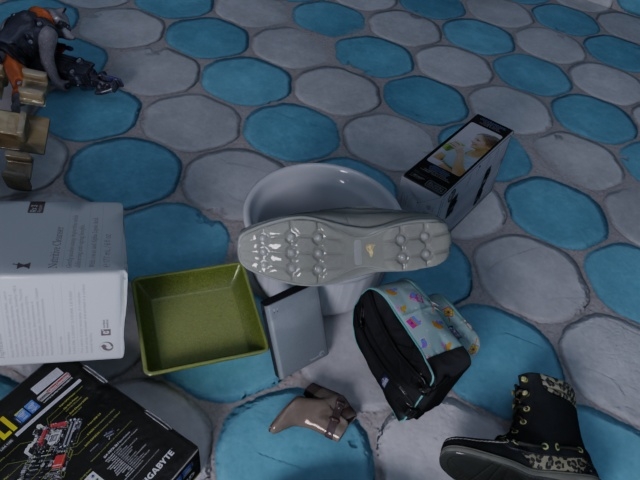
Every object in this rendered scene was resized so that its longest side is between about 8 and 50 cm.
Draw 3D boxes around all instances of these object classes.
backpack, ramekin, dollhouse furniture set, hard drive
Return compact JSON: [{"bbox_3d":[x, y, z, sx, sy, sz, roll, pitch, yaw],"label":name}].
[{"bbox_3d":[0.137,0.151,0.918,0.145,0.165,0.188,-22,57,-29],"label":"backpack"},{"bbox_3d":[0.000,0.000,1.061,0.278,0.135,0.277,5,45,-5],"label":"ramekin"},{"bbox_3d":[-0.644,-0.209,1.133,0.242,0.161,0.212,8,76,-18],"label":"dollhouse furniture set"},{"bbox_3d":[-0.038,0.137,0.927,0.094,0.135,0.022,-23,29,-28],"label":"hard drive"}]

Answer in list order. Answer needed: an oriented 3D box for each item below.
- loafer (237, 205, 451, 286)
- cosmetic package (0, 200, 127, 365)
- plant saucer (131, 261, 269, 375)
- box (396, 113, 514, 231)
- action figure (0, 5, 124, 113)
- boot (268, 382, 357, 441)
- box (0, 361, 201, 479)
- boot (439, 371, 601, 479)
[{"bbox_3d":[0.035,0.004,0.909,0.320,0.111,0.111,0,11,-9],"label":"loafer"},{"bbox_3d":[-0.471,0.054,0.832,0.385,0.156,0.217,0,30,-20],"label":"cosmetic package"},{"bbox_3d":[-0.196,0.130,0.965,0.189,0.045,0.188,-8,49,-18],"label":"plant saucer"},{"bbox_3d":[0.260,-0.112,1.194,0.087,0.169,0.290,33,51,24],"label":"box"},{"bbox_3d":[-0.623,-0.394,1.310,0.342,0.178,0.330,12,56,6],"label":"action figure"},{"bbox_3d":[-0.006,0.262,0.875,0.087,0.042,0.118,36,51,20],"label":"boot"},{"bbox_3d":[-0.347,0.321,0.735,0.257,0.079,0.322,27,48,19],"label":"box"},{"bbox_3d":[0.285,0.278,0.881,0.237,0.085,0.178,15,43,-5],"label":"boot"}]
